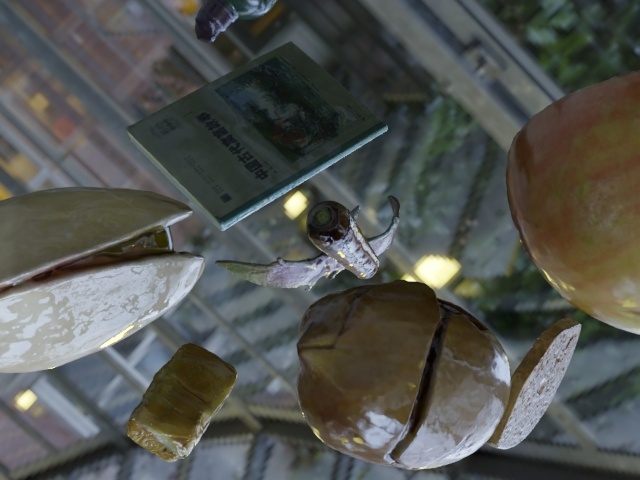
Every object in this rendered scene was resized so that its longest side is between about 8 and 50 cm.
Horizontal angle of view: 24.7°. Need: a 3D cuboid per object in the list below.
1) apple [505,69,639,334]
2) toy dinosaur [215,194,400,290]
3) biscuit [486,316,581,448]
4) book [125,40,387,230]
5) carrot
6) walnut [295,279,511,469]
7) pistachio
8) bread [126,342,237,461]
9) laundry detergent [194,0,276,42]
[{"bbox_3d":[0.378,-0.052,1.541,0.252,0.314,0.309,-39,-175,-29],"label":"apple"},{"bbox_3d":[-0.006,0.007,2.519,0.327,0.113,0.206,-32,154,0],"label":"toy dinosaur"},{"bbox_3d":[0.273,0.186,1.884,0.220,0.029,0.142,-52,151,-26],"label":"biscuit"},{"bbox_3d":[-0.083,-0.146,1.945,0.283,0.215,0.025,-33,150,-25],"label":"book"},{"bbox_3d":[0.028,0.001,1.665,0.055,0.055,0.161,-46,154,-1],"label":"carrot"},{"bbox_3d":[0.075,0.147,1.533,0.203,0.298,0.203,-13,-109,40],"label":"walnut"},{"bbox_3d":[-0.286,0.035,1.616,0.318,0.193,0.214,-19,-179,-7],"label":"pistachio"},{"bbox_3d":[-0.136,0.158,1.442,0.053,0.074,0.132,-53,180,41],"label":"bread"},{"bbox_3d":[-0.085,-0.320,1.680,0.221,0.144,0.078,-54,148,-15],"label":"laundry detergent"}]
